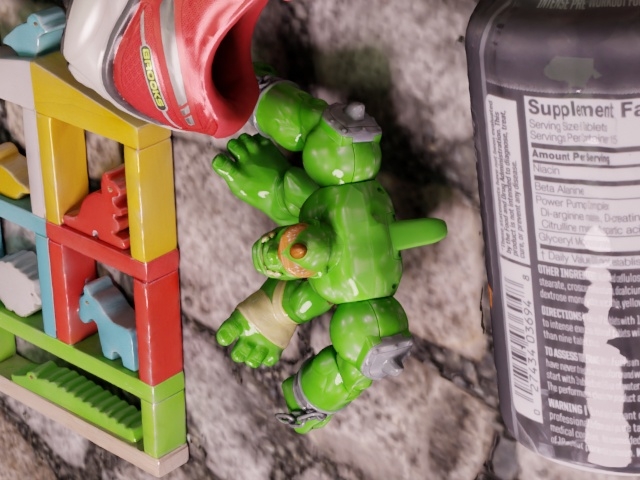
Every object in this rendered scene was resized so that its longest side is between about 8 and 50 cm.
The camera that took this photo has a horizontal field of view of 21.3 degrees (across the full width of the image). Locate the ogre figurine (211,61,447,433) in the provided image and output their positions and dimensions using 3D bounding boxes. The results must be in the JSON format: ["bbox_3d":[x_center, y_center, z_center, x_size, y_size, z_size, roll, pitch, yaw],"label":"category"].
[{"bbox_3d":[0.000,0.000,0.897,0.118,0.097,0.197,-9,71,59],"label":"ogre figurine"}]

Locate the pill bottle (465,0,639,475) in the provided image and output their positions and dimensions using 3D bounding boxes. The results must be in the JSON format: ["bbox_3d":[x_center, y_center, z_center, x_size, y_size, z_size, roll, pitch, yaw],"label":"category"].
[{"bbox_3d":[0.130,-0.036,0.717,0.130,0.130,0.245,12,118,41],"label":"pill bottle"}]

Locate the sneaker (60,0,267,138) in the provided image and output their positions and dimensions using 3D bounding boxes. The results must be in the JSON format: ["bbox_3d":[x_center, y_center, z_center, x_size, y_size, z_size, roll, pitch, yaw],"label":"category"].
[{"bbox_3d":[-0.029,-0.176,0.831,0.118,0.107,0.279,27,120,9],"label":"sneaker"}]

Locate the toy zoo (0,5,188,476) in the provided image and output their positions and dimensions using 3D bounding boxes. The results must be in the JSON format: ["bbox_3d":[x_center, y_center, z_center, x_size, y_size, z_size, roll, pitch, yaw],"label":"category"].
[{"bbox_3d":[-0.167,-0.008,1.101,0.192,0.030,0.293,22,125,36],"label":"toy zoo"}]
